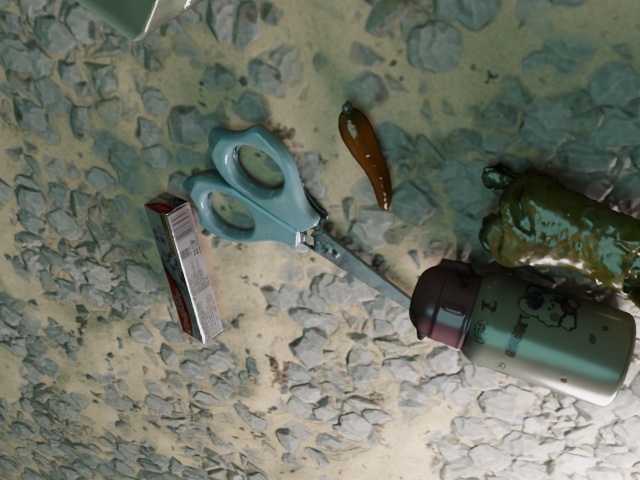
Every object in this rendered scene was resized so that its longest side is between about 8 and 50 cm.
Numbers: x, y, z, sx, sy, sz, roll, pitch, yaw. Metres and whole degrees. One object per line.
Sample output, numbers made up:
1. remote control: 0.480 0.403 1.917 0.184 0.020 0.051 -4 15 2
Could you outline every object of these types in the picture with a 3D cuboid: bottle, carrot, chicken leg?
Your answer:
1. bottle: 0.214 0.095 0.781 0.233 0.110 0.110 18 130 12
2. carrot: 0.052 -0.089 0.768 0.035 0.035 0.142 -9 124 29
3. chicken leg: 0.338 0.047 0.671 0.429 0.152 0.202 27 122 14

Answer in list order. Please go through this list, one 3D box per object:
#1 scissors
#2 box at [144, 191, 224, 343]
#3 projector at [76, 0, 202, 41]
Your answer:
1. scissors: 0.001 -0.001 0.860 0.360 0.029 0.191 33 135 -5
2. box: -0.181 0.041 0.950 0.055 0.039 0.218 23 135 37
3. projector: -0.152 -0.287 0.575 0.177 0.242 0.163 35 129 -2
